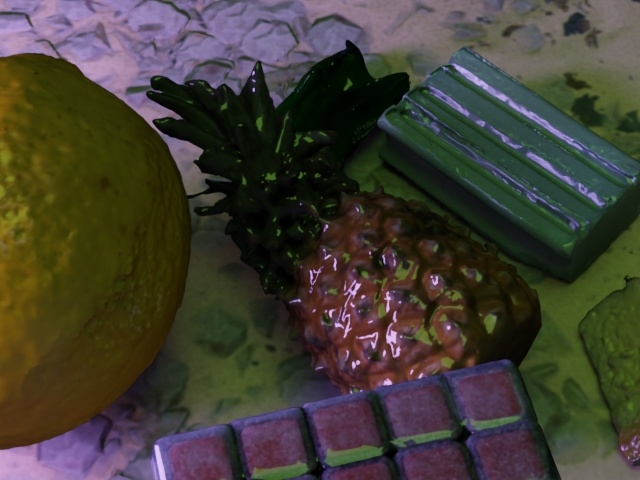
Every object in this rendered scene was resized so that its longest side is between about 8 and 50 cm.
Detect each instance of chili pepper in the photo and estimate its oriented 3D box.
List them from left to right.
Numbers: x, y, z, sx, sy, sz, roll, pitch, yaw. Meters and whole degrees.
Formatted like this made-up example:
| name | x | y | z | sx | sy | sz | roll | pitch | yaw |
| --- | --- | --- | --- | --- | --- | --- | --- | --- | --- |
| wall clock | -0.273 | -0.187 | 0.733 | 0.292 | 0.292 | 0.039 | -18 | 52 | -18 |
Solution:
| name | x | y | z | sx | sy | sz | roll | pitch | yaw |
| --- | --- | --- | --- | --- | --- | --- | --- | --- | --- |
| chili pepper | -0.004 | -0.086 | 1.313 | 0.098 | 0.061 | 0.224 | 17 | 58 | 20 |

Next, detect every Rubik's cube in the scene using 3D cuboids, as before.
| name | x | y | z | sx | sy | sz | roll | pitch | yaw |
| --- | --- | --- | --- | --- | --- | --- | --- | --- | --- |
| Rubik's cube | 0.037 | 0.246 | 0.966 | 0.237 | 0.237 | 0.238 | -10 | 54 | -7 |

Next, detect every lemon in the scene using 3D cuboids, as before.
| name | x | y | z | sx | sy | sz | roll | pitch | yaw |
| --- | --- | --- | --- | --- | --- | --- | --- | --- | --- |
| lemon | -0.226 | 0.007 | 1.124 | 0.293 | 0.293 | 0.293 | -1 | 54 | 1 |

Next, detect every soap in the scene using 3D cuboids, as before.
| name | x | y | z | sx | sy | sz | roll | pitch | yaw |
| --- | --- | --- | --- | --- | --- | --- | --- | --- | --- |
| soap | 0.155 | -0.062 | 1.288 | 0.198 | 0.063 | 0.114 | 38 | 65 | 25 |

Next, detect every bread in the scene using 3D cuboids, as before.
| name | x | y | z | sx | sy | sz | roll | pitch | yaw |
| --- | --- | --- | --- | --- | --- | --- | --- | --- | --- |
| bread | 0.270 | 0.081 | 1.166 | 0.152 | 0.127 | 0.147 | -24 | 55 | 5 |

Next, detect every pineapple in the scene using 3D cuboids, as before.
| name | x | y | z | sx | sy | sz | roll | pitch | yaw |
| --- | --- | --- | --- | --- | --- | --- | --- | --- | --- |
| pineapple | 0.000 | 0.000 | 1.168 | 0.340 | 0.169 | 0.169 | 41 | 64 | 17 |
